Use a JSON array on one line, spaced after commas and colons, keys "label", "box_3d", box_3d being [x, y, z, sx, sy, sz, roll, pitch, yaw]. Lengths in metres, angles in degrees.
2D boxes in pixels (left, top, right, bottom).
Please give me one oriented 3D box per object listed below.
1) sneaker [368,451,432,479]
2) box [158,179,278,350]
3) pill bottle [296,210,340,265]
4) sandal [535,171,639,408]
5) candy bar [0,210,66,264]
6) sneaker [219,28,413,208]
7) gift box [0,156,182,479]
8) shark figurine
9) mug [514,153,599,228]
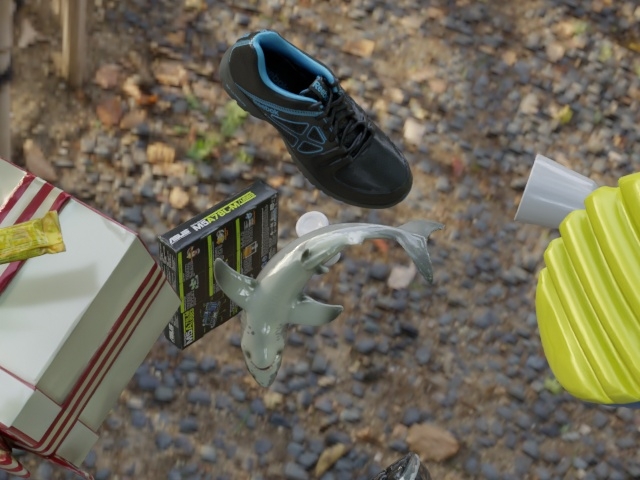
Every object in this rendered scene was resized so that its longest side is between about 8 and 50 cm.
[{"label": "sneaker", "box_3d": [0.049, 0.260, 0.871, 0.124, 0.107, 0.283, 48, 21, -2]}, {"label": "box", "box_3d": [-0.136, 0.034, 1.658, 0.184, 0.191, 0.045, -31, 52, -31]}, {"label": "pill bottle", "box_3d": [0.000, 0.000, 1.557, 0.043, 0.083, 0.043, -8, 60, 14]}, {"label": "sandal", "box_3d": [0.243, -0.002, 0.609, 0.138, 0.317, 0.126, 11, 56, -37]}, {"label": "candy bar", "box_3d": [-0.312, 0.011, 1.110, 0.161, 0.018, 0.040, -15, 79, 8]}, {"label": "sneaker", "box_3d": [0.001, -0.170, 1.755, 0.341, 0.139, 0.125, 38, 72, -9]}, {"label": "gift box", "box_3d": [-0.308, 0.097, 1.272, 0.255, 0.276, 0.258, 27, 73, 20]}, {"label": "shark figurine", "box_3d": [-0.007, 0.024, 1.382, 0.166, 0.278, 0.116, 50, 13, -16]}, {"label": "mug", "box_3d": [0.213, -0.042, 1.069, 0.064, 0.062, 0.078, 19, 45, 9]}]
